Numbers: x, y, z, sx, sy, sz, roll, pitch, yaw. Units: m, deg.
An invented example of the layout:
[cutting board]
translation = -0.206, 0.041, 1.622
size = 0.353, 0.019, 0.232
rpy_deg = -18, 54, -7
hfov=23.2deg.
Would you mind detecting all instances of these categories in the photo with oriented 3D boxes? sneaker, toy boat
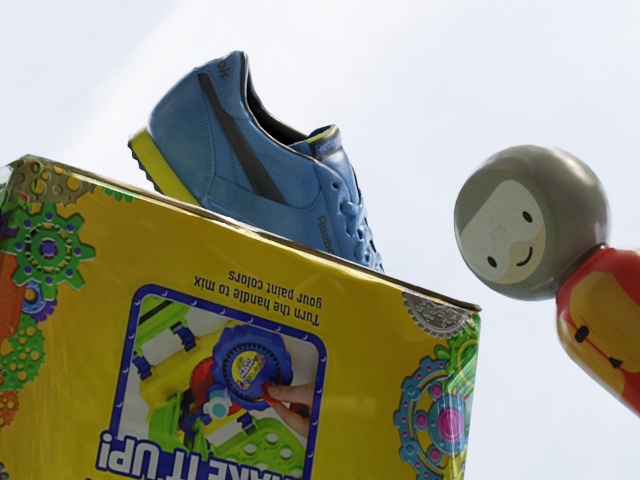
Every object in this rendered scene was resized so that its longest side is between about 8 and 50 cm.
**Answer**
[sneaker]
translation = 0.000, 0.000, 0.767
size = 0.082, 0.069, 0.209
rpy_deg = -39, -83, 10
[toy boat]
translation = 0.209, -0.063, 0.648
size = 0.318, 0.267, 0.148
rpy_deg = -41, -113, -2

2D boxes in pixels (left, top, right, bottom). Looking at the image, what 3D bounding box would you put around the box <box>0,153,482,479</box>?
[box]
translation = -0.113, 0.153, 0.540
size = 0.290, 0.177, 0.279
rpy_deg = -18, -121, 52
